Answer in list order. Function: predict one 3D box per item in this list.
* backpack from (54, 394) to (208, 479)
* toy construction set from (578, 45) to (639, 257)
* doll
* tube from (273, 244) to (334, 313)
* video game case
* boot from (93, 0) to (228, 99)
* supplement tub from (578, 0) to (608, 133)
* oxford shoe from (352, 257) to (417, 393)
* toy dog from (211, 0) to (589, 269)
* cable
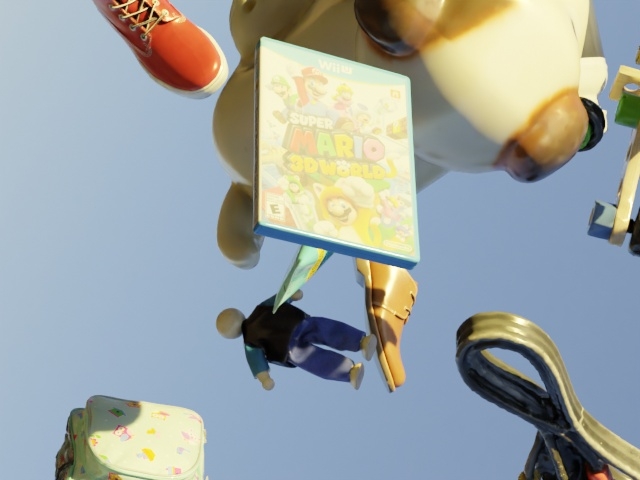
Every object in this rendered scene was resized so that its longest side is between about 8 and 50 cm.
[{"bbox_3d":[-0.204,0.266,1.879,0.188,0.166,0.144,-93,-160,-47],"label":"backpack"},{"bbox_3d":[0.403,-0.141,1.767,0.309,0.257,0.237,-2,-144,21],"label":"toy construction set"},{"bbox_3d":[-0.036,0.118,2.019,0.046,0.189,0.129,69,41,-64],"label":"doll"},{"bbox_3d":[0.000,0.000,2.007,0.207,0.052,0.080,-53,168,-48],"label":"tube"},{"bbox_3d":[0.010,-0.062,1.213,0.015,0.119,0.166,125,-29,-48],"label":"video game case"},{"bbox_3d":[-0.223,-0.278,2.104,0.088,0.176,0.244,-46,-119,-3],"label":"boot"},{"bbox_3d":[0.208,-0.234,1.909,0.191,0.191,0.272,-14,-93,60],"label":"supplement tub"},{"bbox_3d":[0.088,0.083,2.167,0.076,0.076,0.212,109,-27,-79],"label":"oxford shoe"},{"bbox_3d":[0.068,-0.160,1.518,0.395,0.284,0.408,-44,-165,-23],"label":"toy dog"},{"bbox_3d":[0.178,0.155,1.251,0.139,0.287,0.072,1,-124,19],"label":"cable"}]
